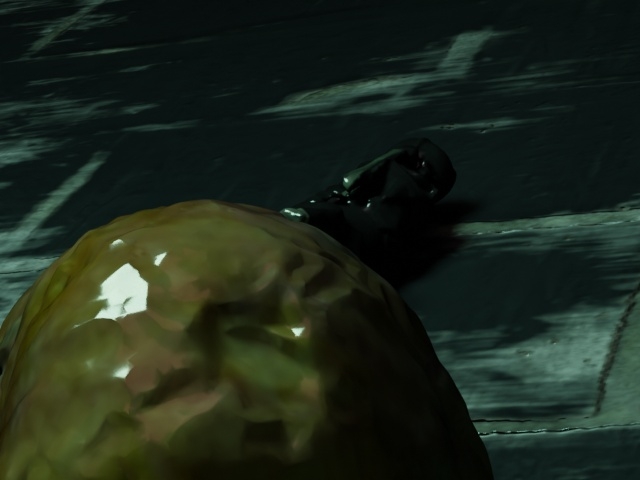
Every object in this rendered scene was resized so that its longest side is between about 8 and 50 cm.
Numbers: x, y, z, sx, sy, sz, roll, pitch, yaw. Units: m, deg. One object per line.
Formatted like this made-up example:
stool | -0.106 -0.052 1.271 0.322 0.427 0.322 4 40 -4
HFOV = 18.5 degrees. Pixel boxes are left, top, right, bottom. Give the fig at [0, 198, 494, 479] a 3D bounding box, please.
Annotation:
fig | 0.012 0.149 0.867 0.368 0.286 0.286 19 19 -6

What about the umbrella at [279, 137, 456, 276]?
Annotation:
umbrella | -0.005 -0.002 1.379 0.113 0.106 0.357 -3 21 32
